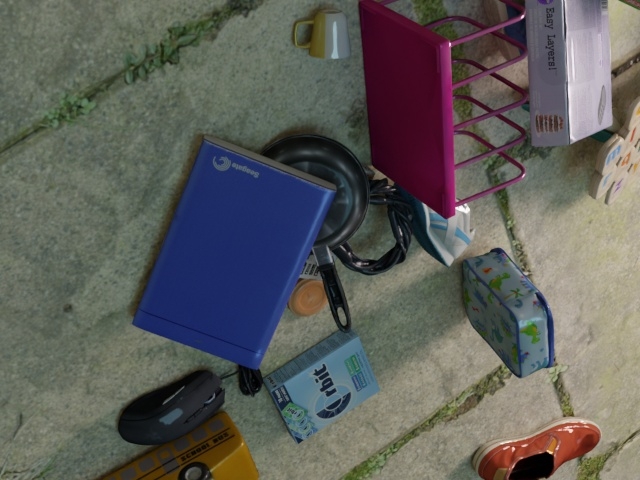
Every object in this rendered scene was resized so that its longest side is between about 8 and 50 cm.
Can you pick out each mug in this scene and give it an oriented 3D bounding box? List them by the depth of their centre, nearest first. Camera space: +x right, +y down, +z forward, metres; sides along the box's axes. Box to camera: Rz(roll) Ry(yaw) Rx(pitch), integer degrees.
[{"bbox_3d":[0.008,-0.300,1.551,0.078,0.062,0.064,-15,118,-32],"label":"mug"}]

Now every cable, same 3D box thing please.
[{"bbox_3d":[0.085,-0.020,1.743,0.150,0.047,0.184,-49,129,-3],"label":"cable"}]

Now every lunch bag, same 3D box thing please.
[{"bbox_3d":[0.337,0.132,1.927,0.090,0.219,0.176,-19,126,-12],"label":"lunch bag"}]

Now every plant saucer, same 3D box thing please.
[{"bbox_3d":[-0.017,0.095,1.817,0.083,0.013,0.083,-16,125,-24],"label":"plant saucer"}]

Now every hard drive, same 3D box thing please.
[{"bbox_3d":[-0.134,0.024,1.620,0.210,0.040,0.319,21,109,-8],"label":"hard drive"}]

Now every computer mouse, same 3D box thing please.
[{"bbox_3d":[-0.212,0.243,1.758,0.262,0.060,0.184,-22,129,-19],"label":"computer mouse"}]

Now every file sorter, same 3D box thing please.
[{"bbox_3d":[0.198,-0.225,1.626,0.182,0.202,0.291,-23,129,-22],"label":"file sorter"}]

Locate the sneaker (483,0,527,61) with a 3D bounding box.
[{"bbox_3d":[0.317,-0.359,1.704,0.084,0.058,0.152,-34,135,-2],"label":"sneaker"}]

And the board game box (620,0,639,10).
[{"bbox_3d":[0.635,-0.490,1.719,0.317,0.213,0.046,-46,132,2],"label":"board game box"}]

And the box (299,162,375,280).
[{"bbox_3d":[-0.003,-0.036,1.727,0.114,0.036,0.207,11,112,-36],"label":"box"}]

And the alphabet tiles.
[{"bbox_3d":[0.585,-0.197,1.939,0.284,0.021,0.278,-41,152,-23],"label":"alphabet tiles"}]

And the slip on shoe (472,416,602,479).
[{"bbox_3d":[0.486,0.469,2.316,0.331,0.101,0.123,-8,121,-30],"label":"slip on shoe"}]

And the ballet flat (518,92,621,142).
[{"bbox_3d":[0.439,-0.238,1.859,0.248,0.086,0.086,15,110,-39],"label":"ballet flat"}]

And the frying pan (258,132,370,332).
[{"bbox_3d":[-0.029,-0.005,1.661,0.197,0.053,0.326,6,108,-3],"label":"frying pan"}]

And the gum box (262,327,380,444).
[{"bbox_3d":[0.004,0.260,1.918,0.184,0.041,0.157,-31,131,-11],"label":"gum box"}]

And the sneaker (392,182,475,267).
[{"bbox_3d":[0.194,-0.053,1.816,0.092,0.087,0.229,-45,139,-9],"label":"sneaker"}]

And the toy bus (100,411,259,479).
[{"bbox_3d":[-0.270,0.430,1.794,0.332,0.130,0.108,-28,131,-14],"label":"toy bus"}]

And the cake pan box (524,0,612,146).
[{"bbox_3d":[0.391,-0.292,1.667,0.246,0.070,0.267,-27,115,-59],"label":"cake pan box"}]
